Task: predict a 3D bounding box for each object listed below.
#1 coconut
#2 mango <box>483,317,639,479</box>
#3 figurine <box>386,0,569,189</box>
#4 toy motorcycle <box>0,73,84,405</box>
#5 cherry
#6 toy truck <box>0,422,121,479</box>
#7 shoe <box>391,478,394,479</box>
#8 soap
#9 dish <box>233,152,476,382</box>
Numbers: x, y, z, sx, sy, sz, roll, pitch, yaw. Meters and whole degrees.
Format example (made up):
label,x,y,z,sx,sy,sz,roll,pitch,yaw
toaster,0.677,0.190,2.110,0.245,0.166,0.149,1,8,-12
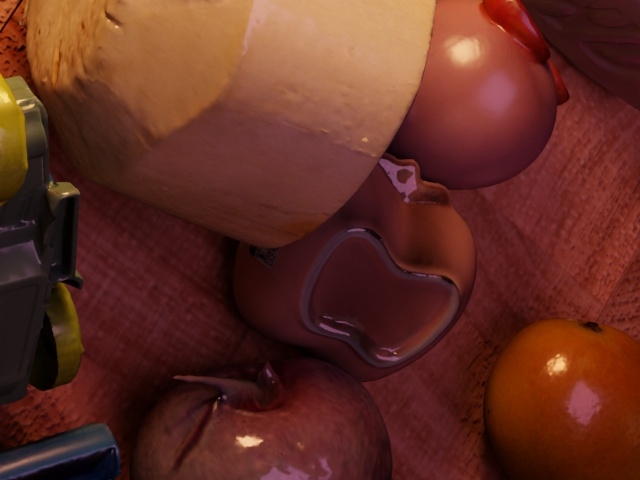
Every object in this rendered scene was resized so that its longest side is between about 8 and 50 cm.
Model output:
label,x,y,z,sx,sy,sz,roll,pitch,yaw
coconut,-0.053,-0.151,1.423,0.323,0.323,0.323,-5,99,-33
mango,0.249,0.180,1.760,0.175,0.139,0.254,-36,124,-8
figurine,0.119,-0.123,1.618,0.173,0.173,0.173,-5,99,-33
toy motorcycle,-0.271,-0.021,1.308,0.191,0.200,0.326,-15,142,-32
cherry,-0.047,0.194,1.534,0.213,0.183,0.266,-7,123,-15
toy truck,-0.191,0.325,1.457,0.146,0.175,0.367,-14,103,-30
shoe,0.073,0.270,1.699,0.071,0.064,0.143,-33,113,-14
soap,0.248,-0.247,1.659,0.347,0.208,0.115,38,77,-32
dish,0.037,0.031,1.558,0.213,0.090,0.213,-6,115,-12
